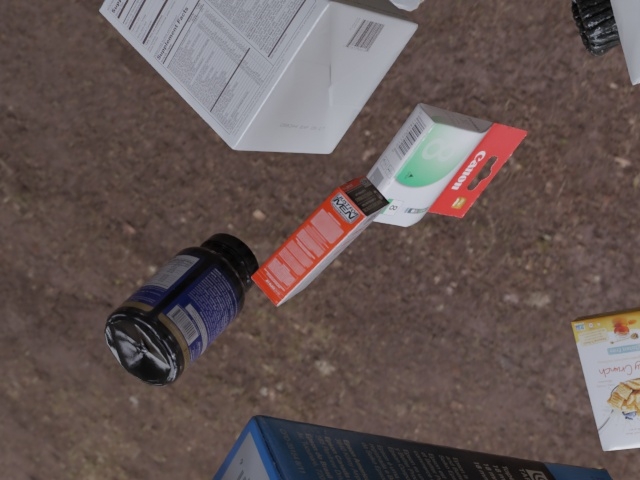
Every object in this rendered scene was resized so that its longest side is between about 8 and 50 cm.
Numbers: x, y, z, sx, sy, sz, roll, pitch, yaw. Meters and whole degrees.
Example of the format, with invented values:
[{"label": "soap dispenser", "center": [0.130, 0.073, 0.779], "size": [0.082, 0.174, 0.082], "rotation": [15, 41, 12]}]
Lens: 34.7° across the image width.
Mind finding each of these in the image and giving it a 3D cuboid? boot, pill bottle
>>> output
[{"label": "boot", "center": [0.573, -0.464, 1.832], "size": [0.260, 0.348, 0.131], "rotation": [-18, 114, 18]}, {"label": "pill bottle", "center": [-0.179, 0.086, 1.388], "size": [0.123, 0.219, 0.123], "rotation": [20, 132, 24]}]

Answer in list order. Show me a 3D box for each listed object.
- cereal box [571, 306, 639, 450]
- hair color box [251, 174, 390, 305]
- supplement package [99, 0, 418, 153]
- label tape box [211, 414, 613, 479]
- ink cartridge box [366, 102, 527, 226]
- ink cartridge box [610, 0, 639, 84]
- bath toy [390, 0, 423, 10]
[{"label": "cereal box", "center": [0.550, 0.238, 1.781], "size": [0.173, 0.047, 0.240], "rotation": [-14, 91, 31]}, {"label": "hair color box", "center": [0.000, 0.000, 1.032], "size": [0.043, 0.072, 0.141], "rotation": [48, 116, 6]}, {"label": "supplement package", "center": [-0.072, -0.259, 1.191], "size": [0.263, 0.199, 0.198], "rotation": [46, 115, 22]}, {"label": "label tape box", "center": [0.110, 0.251, 0.677], "size": [0.333, 0.241, 0.106], "rotation": [16, 116, -31]}, {"label": "ink cartridge box", "center": [0.180, -0.094, 1.455], "size": [0.224, 0.056, 0.181], "rotation": [10, 129, -36]}, {"label": "ink cartridge box", "center": [0.461, -0.392, 1.145], "size": [0.160, 0.279, 0.385], "rotation": [129, 129, -78]}, {"label": "bath toy", "center": [0.199, -0.490, 1.497], "size": [0.151, 0.129, 0.348], "rotation": [22, 131, -24]}]
